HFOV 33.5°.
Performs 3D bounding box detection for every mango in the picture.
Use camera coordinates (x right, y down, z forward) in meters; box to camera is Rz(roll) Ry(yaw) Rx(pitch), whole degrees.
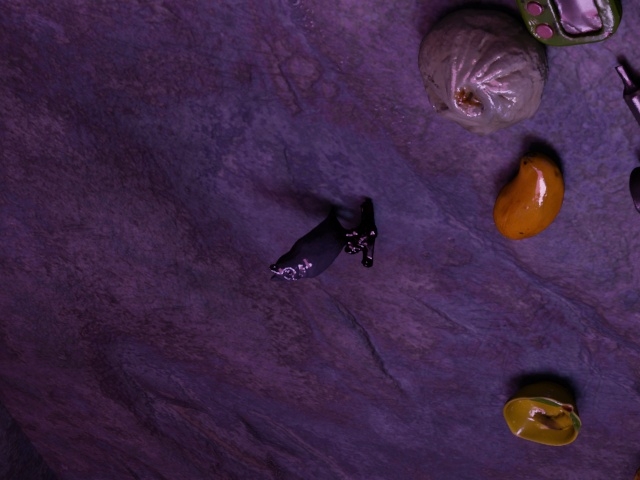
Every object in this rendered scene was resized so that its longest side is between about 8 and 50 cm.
[{"bbox_3d":[0.330,-0.065,1.674,0.098,0.075,0.190,18,139,2],"label":"mango"}]

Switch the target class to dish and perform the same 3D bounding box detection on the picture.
[{"bbox_3d":[0.449,0.330,2.109,0.149,0.080,0.208,35,146,-6],"label":"dish"}]

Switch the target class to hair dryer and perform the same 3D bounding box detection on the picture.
[{"bbox_3d":[0.491,-0.150,1.467,0.196,0.078,0.248,-17,122,43],"label":"hair dryer"}]

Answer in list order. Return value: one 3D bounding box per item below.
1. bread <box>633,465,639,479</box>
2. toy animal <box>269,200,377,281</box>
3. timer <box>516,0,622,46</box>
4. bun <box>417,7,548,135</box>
[{"bbox_3d":[0.781,0.566,2.108,0.344,0.195,0.149,16,164,14],"label":"bread"},{"bbox_3d":[-0.004,-0.001,1.897,0.210,0.117,0.121,-16,153,-15],"label":"toy animal"},{"bbox_3d":[0.319,-0.315,1.374,0.128,0.047,0.140,-1,137,36],"label":"timer"},{"bbox_3d":[0.223,-0.225,1.495,0.195,0.118,0.195,16,147,11],"label":"bun"}]
